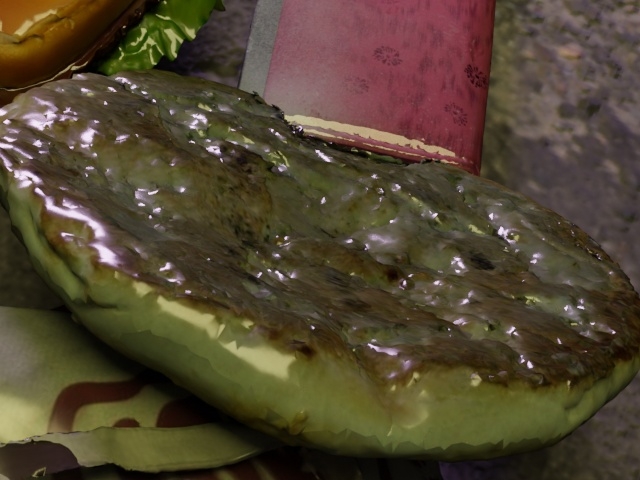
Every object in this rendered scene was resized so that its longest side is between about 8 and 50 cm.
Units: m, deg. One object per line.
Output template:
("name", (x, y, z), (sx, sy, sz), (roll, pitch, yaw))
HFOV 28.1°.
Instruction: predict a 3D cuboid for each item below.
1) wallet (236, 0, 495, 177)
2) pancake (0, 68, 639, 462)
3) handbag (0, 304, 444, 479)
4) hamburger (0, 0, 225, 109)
("wallet", (0.031, -0.130, 0.643), (0.119, 0.025, 0.232), (12, 55, -3))
("pancake", (0.000, 0.000, 0.457), (0.253, 0.037, 0.254), (18, 23, -8))
("handbag", (-0.040, 0.099, 0.407), (0.235, 0.127, 0.213), (-9, 65, -46))
("hamburger", (-0.121, -0.110, 0.560), (0.137, 0.087, 0.166), (35, 58, 11))
